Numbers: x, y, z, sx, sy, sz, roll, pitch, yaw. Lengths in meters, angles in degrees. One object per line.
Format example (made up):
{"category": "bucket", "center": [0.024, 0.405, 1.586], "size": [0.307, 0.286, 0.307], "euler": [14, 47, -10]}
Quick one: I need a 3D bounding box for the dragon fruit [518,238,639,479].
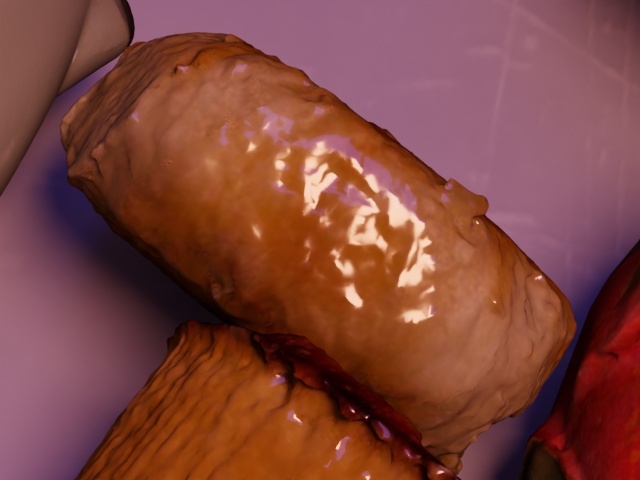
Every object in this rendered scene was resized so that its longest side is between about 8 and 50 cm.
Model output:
{"category": "dragon fruit", "center": [0.194, 0.093, 0.667], "size": [0.231, 0.237, 0.302], "euler": [34, 33, -8]}

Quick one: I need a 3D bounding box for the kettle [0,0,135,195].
{"category": "kettle", "center": [-0.203, -0.072, 0.676], "size": [0.221, 0.161, 0.236], "euler": [36, 55, -8]}

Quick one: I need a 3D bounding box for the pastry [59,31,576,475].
{"category": "pastry", "center": [0.000, 0.000, 0.693], "size": [0.192, 0.182, 0.093], "euler": [38, 87, 12]}

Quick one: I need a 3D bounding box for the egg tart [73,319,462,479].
{"category": "egg tart", "center": [-0.011, 0.142, 0.611], "size": [0.215, 0.215, 0.171], "euler": [43, 70, 8]}
